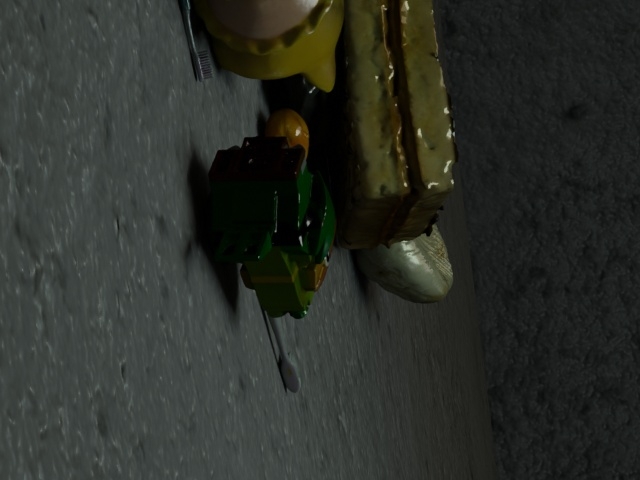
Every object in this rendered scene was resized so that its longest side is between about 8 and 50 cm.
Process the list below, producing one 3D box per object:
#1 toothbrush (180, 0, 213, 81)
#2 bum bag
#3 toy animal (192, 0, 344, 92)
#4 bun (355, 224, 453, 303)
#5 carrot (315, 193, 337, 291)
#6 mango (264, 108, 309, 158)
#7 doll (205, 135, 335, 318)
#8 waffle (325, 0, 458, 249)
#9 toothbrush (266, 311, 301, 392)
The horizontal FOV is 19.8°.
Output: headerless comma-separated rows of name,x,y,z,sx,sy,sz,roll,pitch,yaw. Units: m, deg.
toothbrush,-0.116,-0.217,1.582,0.011,0.014,0.167,-118,-165,-68
bum bag,-0.026,-0.259,1.944,0.142,0.079,0.326,87,-3,-79
toy animal,-0.043,-0.226,1.653,0.230,0.156,0.156,25,58,-74
bun,0.095,0.009,2.346,0.183,0.102,0.183,56,18,-28
carrot,0.000,0.000,2.023,0.035,0.035,0.142,68,22,-54
mango,-0.032,-0.101,1.874,0.089,0.046,0.060,62,22,-74
doll,-0.041,-0.005,1.585,0.186,0.106,0.134,64,27,-61
waffle,0.071,-0.143,2.053,0.376,0.114,0.261,108,-21,-80
toothbrush,-0.051,0.046,1.739,0.024,0.018,0.257,-90,167,-51
